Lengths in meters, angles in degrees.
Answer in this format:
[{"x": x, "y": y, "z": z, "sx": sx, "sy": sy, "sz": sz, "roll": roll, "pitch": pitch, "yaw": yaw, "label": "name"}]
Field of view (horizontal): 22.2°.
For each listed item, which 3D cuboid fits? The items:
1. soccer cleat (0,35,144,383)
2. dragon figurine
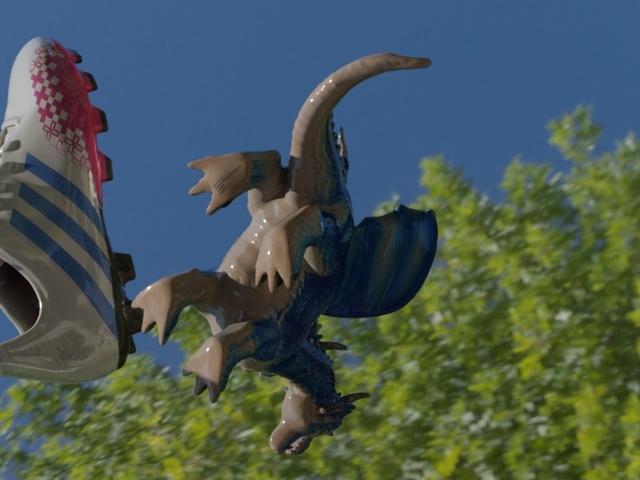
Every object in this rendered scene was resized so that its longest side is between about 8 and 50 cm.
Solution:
[{"x": -0.247, "y": -0.033, "z": 1.378, "sx": 0.143, "sy": 0.116, "sz": 0.331, "roll": -6, "pitch": -118, "yaw": -20, "label": "soccer cleat"}, {"x": 0.000, "y": 0.000, "z": 0.829, "sx": 0.144, "sy": 0.289, "sz": 0.085, "roll": -14, "pitch": -131, "yaw": -46, "label": "dragon figurine"}]
